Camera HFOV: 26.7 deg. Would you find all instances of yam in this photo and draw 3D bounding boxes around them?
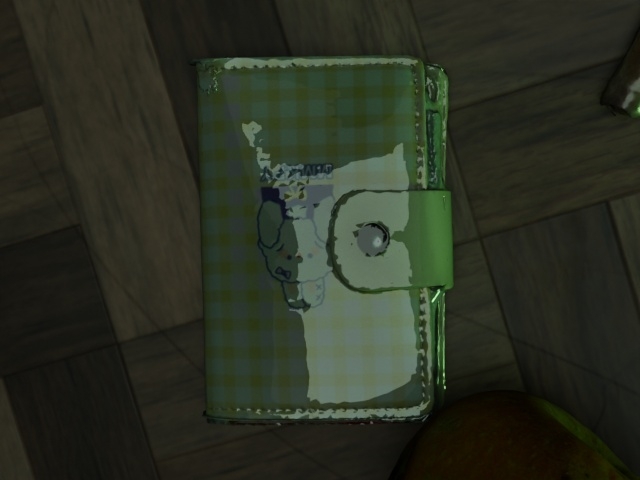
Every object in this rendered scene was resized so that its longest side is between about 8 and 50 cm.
[{"bbox_3d":[0.307,-0.217,1.096,0.046,0.046,0.264,29,98,3],"label":"yam"}]

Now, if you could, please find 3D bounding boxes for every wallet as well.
[{"bbox_3d":[0.000,0.000,1.140,0.223,0.077,0.309,0,94,10],"label":"wallet"}]

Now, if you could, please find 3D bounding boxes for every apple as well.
[{"bbox_3d":[0.155,0.242,1.059,0.237,0.237,0.207,42,97,2],"label":"apple"}]
